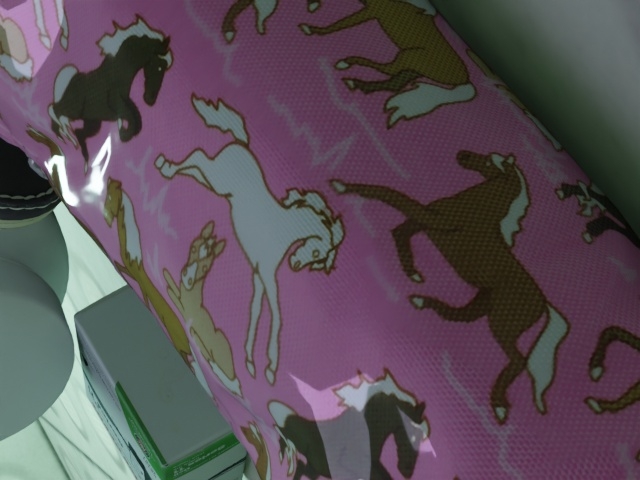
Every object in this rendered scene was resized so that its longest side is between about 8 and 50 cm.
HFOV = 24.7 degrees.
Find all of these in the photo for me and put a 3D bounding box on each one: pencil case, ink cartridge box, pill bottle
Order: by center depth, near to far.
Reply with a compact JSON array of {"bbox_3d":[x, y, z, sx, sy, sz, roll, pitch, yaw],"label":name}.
[{"bbox_3d":[0.000,0.000,0.535,0.386,0.160,0.167,50,164,29],"label":"pencil case"},{"bbox_3d":[-0.133,0.139,1.239,0.153,0.087,0.208,56,163,18],"label":"ink cartridge box"},{"bbox_3d":[-0.357,-0.015,1.294,0.229,0.229,0.407,79,164,-44],"label":"pill bottle"}]

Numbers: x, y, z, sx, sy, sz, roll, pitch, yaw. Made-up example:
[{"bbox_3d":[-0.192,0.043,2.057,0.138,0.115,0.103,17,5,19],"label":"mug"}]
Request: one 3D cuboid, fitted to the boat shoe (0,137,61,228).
[{"bbox_3d":[-0.145,-0.150,0.681,0.092,0.103,0.285,-6,81,63],"label":"boat shoe"}]
